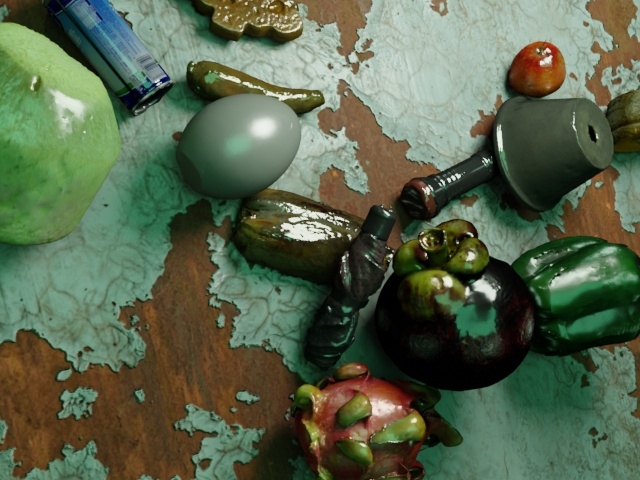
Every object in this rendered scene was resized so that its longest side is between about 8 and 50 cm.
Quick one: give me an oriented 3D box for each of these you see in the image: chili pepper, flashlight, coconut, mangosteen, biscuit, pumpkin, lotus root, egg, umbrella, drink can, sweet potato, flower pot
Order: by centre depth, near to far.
[{"bbox_3d":[-0.469,-0.139,0.953,0.328,0.281,0.328,-8,129,-10],"label":"coconut"},{"bbox_3d":[-0.362,-0.336,1.105,0.097,0.097,0.235,-43,100,-20],"label":"drink can"},{"bbox_3d":[-0.137,-0.170,1.134,0.232,0.176,0.176,-35,98,-31],"label":"egg"},{"bbox_3d":[0.060,0.087,1.182,0.094,0.090,0.326,24,100,-7],"label":"umbrella"},{"bbox_3d":[0.245,0.119,1.197,0.297,0.297,0.313,-2,82,-22],"label":"mangosteen"},{"bbox_3d":[-0.121,-0.277,1.209,0.273,0.075,0.075,9,81,-23],"label":"sweet potato"},{"bbox_3d":[0.001,0.000,1.225,0.329,0.078,0.167,13,81,-20],"label":"lotus root"},{"bbox_3d":[-0.135,-0.523,1.244,0.278,0.043,0.301,25,74,-16],"label":"biscuit"},{"bbox_3d":[0.527,0.119,1.345,0.257,0.233,0.248,-15,86,-17],"label":"chili pepper"},{"bbox_3d":[0.278,-0.124,1.350,0.232,0.093,0.093,-28,95,-27],"label":"flashlight"},{"bbox_3d":[0.510,-0.204,1.371,0.269,0.166,0.269,9,75,-36],"label":"flower pot"},{"bbox_3d":[0.770,-0.281,1.549,0.248,0.126,0.131,7,73,-40],"label":"pumpkin"}]

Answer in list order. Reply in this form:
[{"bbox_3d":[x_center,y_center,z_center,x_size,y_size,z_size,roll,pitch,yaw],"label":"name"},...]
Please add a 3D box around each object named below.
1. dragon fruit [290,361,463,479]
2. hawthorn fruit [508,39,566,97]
[{"bbox_3d":[0.096,0.341,1.165,0.307,0.243,0.227,26,49,-56],"label":"dragon fruit"},{"bbox_3d":[0.481,-0.387,1.434,0.140,0.125,0.125,39,71,-35],"label":"hawthorn fruit"}]
